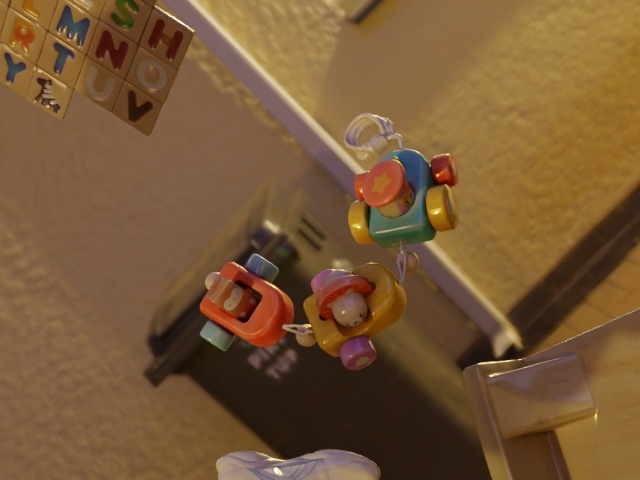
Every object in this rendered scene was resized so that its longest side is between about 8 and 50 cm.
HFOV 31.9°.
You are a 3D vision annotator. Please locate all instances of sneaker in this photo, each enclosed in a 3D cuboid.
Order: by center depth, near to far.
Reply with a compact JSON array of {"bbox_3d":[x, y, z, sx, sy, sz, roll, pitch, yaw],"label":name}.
[{"bbox_3d":[-0.020,0.228,1.027,0.054,0.152,0.061,85,-178,-55],"label":"sneaker"}]

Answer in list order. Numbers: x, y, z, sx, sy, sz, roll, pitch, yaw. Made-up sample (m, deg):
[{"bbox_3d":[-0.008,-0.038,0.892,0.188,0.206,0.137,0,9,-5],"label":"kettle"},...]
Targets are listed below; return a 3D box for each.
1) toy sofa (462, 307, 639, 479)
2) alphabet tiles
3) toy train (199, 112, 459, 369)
[{"bbox_3d":[0.273,0.080,0.621,0.177,0.150,0.362,1,-24,-43],"label":"toy sofa"},{"bbox_3d":[-0.226,-0.194,0.948,0.198,0.237,0.009,-58,-1,39],"label":"alphabet tiles"},{"bbox_3d":[0.000,0.000,0.617,0.166,0.125,0.046,-54,-37,-3],"label":"toy train"}]
